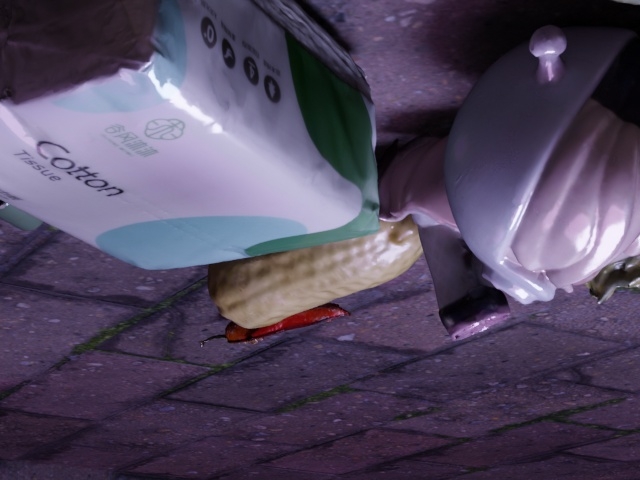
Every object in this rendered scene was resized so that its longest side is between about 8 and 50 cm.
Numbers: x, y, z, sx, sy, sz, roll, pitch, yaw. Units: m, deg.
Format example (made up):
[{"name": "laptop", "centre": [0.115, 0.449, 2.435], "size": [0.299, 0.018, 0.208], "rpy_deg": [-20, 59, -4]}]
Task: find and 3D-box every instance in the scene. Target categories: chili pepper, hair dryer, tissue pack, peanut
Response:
[{"name": "chili pepper", "centre": [-0.070, 0.119, 1.866], "size": [0.268, 0.051, 0.059], "rpy_deg": [-16, 175, 34]}, {"name": "hair dryer", "centre": [-0.389, -0.045, 1.457], "size": [0.150, 0.047, 0.071], "rpy_deg": [2, 161, 25]}, {"name": "tissue pack", "centre": [-0.137, -0.111, 1.045], "size": [0.266, 0.194, 0.356], "rpy_deg": [-10, 157, 27]}, {"name": "peanut", "centre": [0.000, 0.000, 1.432], "size": [0.318, 0.148, 0.147], "rpy_deg": [-27, 148, 35]}]

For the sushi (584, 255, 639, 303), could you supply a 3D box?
[{"name": "sushi", "centre": [0.371, 0.004, 1.452], "size": [0.290, 0.139, 0.131], "rpy_deg": [-8, 166, 17]}]

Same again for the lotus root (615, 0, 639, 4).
[{"name": "lotus root", "centre": [0.239, -0.230, 0.815], "size": [0.260, 0.149, 0.267], "rpy_deg": [0, 178, 11]}]

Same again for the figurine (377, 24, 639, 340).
[{"name": "figurine", "centre": [0.193, -0.051, 1.159], "size": [0.211, 0.253, 0.361], "rpy_deg": [23, 161, -13]}]
